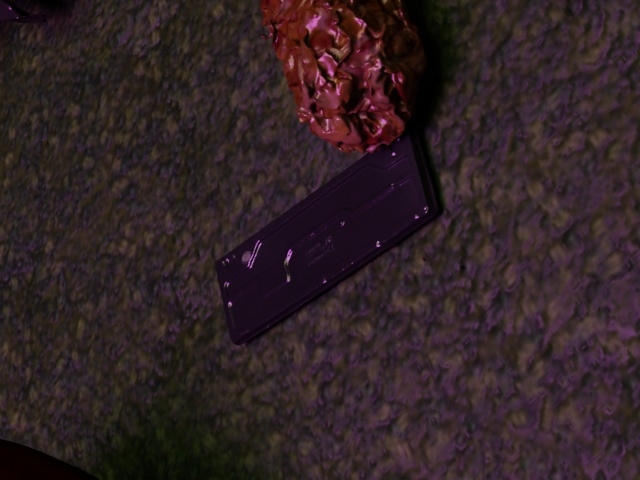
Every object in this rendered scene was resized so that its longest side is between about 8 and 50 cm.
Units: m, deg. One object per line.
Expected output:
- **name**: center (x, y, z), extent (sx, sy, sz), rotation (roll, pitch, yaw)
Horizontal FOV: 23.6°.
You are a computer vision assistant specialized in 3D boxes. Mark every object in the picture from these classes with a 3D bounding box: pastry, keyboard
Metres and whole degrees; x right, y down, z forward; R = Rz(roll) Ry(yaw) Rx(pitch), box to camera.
- **pastry**: center (0.000, -0.121, 0.764), extent (0.087, 0.063, 0.169), rotation (-46, 47, 29)
- **keyboard**: center (0.000, 0.000, 0.777), extent (0.155, 0.010, 0.053), rotation (-34, 58, 38)

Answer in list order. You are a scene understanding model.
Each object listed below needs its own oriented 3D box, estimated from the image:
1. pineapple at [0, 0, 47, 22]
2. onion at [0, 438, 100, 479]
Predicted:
- **pineapple**: center (-0.216, -0.216, 0.987), extent (0.364, 0.165, 0.166), rotation (-44, 51, 43)
- **onion**: center (-0.198, 0.213, 0.754), extent (0.276, 0.276, 0.276), rotation (-15, 70, 46)
